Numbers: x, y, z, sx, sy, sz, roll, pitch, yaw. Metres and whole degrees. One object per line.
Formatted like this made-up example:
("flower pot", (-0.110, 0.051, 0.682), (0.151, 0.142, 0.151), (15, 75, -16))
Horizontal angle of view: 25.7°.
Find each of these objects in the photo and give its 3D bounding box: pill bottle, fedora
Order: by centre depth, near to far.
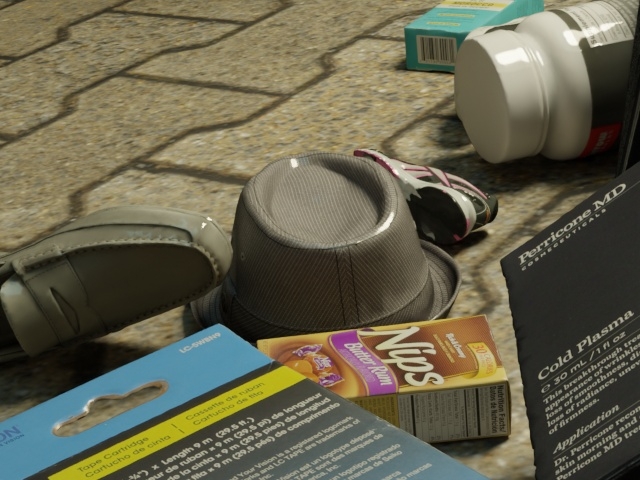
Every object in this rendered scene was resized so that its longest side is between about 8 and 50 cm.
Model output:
("fedora", (0.000, 0.000, 1.239), (0.243, 0.124, 0.275), (-7, 25, -2))
("pill bottle", (0.300, -0.175, 1.501), (0.283, 0.161, 0.161), (-14, 26, -14))

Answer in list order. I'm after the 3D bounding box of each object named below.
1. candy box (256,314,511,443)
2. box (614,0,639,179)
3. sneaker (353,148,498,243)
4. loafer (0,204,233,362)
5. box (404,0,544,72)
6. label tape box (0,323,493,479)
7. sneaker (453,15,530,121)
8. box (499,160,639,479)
("candy box", (0.045, 0.111, 1.077), (0.186, 0.053, 0.109), (-5, 24, -1))
("box", (0.436, -0.190, 1.260), (0.293, 0.212, 0.395), (11, 47, 9))
("sneaker", (0.103, -0.043, 1.395), (0.077, 0.072, 0.178), (-11, 30, -38))
("loafer", (-0.226, 0.052, 1.186), (0.319, 0.112, 0.111), (-15, 34, 18))
("box", (0.212, -0.293, 1.895), (0.100, 0.060, 0.244), (9, 29, 29))
("label tape box", (-0.057, 0.191, 0.863), (0.240, 0.106, 0.333), (-23, 29, -31))
("sneaker", (0.266, -0.207, 1.641), (0.146, 0.105, 0.295), (3, 22, 31))
("box", (0.301, 0.044, 0.829), (0.343, 0.179, 0.312), (-36, 19, 19))
